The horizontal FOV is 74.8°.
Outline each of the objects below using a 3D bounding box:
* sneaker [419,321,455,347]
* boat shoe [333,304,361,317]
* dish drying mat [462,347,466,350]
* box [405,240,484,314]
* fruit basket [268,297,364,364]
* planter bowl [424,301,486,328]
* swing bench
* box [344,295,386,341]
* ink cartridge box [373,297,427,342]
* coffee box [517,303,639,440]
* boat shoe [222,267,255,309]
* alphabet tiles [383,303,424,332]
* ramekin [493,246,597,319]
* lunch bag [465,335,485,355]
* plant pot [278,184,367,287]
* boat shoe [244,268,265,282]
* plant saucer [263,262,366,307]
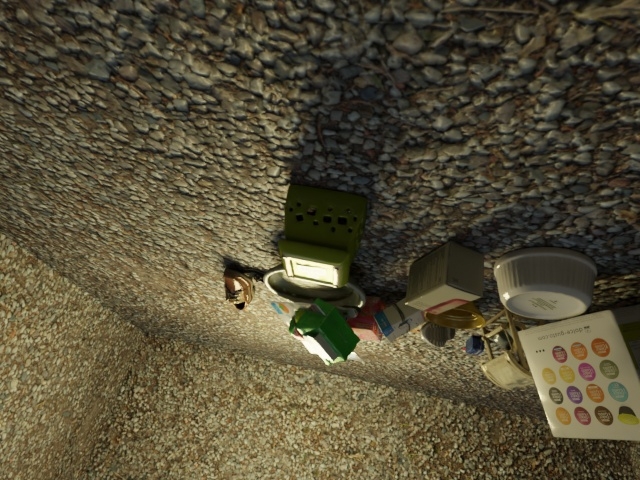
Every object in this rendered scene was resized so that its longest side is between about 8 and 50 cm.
[{"bbox_3d":[0.465,0.383,1.737,0.115,0.105,0.281,-3,170,35],"label":"sneaker"},{"bbox_3d":[0.100,0.275,1.625,0.040,0.049,0.142,-21,-169,-38],"label":"boat shoe"},{"bbox_3d":[0.741,0.535,2.077,0.032,0.008,0.083,18,152,-9],"label":"dish drying mat"},{"bbox_3d":[0.383,0.123,1.309,0.127,0.148,0.232,20,153,-13],"label":"box"},{"bbox_3d":[-0.032,0.369,1.667,0.353,0.165,0.327,-13,120,48],"label":"fruit basket"},{"bbox_3d":[0.502,0.252,1.560,0.217,0.090,0.217,10,153,5],"label":"planter bowl"},{"bbox_3d":[0.724,0.414,1.585,0.165,0.254,0.253,12,153,4],"label":"swing bench"},{"bbox_3d":[0.117,0.323,1.795,0.300,0.154,0.142,3,151,27],"label":"box"},{"bbox_3d":[0.322,0.304,1.651,0.191,0.082,0.139,-29,142,5],"label":"ink cartridge box"},{"bbox_3d":[0.890,0.385,1.252,0.338,0.334,0.337,-3,160,-22],"label":"coffee box"},{"bbox_3d":[-0.370,0.229,1.885,0.123,0.116,0.324,14,154,14],"label":"boat shoe"},{"bbox_3d":[0.367,0.359,1.914,0.285,0.011,0.342,-4,148,30],"label":"alphabet tiles"},{"bbox_3d":[0.655,0.136,1.229,0.273,0.127,0.273,10,152,6],"label":"ramekin"},{"bbox_3d":[0.716,0.485,1.927,0.065,0.067,0.098,13,152,2],"label":"lunch bag"},{"bbox_3d":[0.000,0.000,1.193,0.228,0.207,0.227,11,153,7],"label":"plant pot"},{"bbox_3d":[-0.264,0.156,1.793,0.133,0.042,0.049,19,155,-7],"label":"boat shoe"},{"bbox_3d":[-0.016,0.158,1.614,0.400,0.100,0.400,10,153,5],"label":"plant saucer"}]
